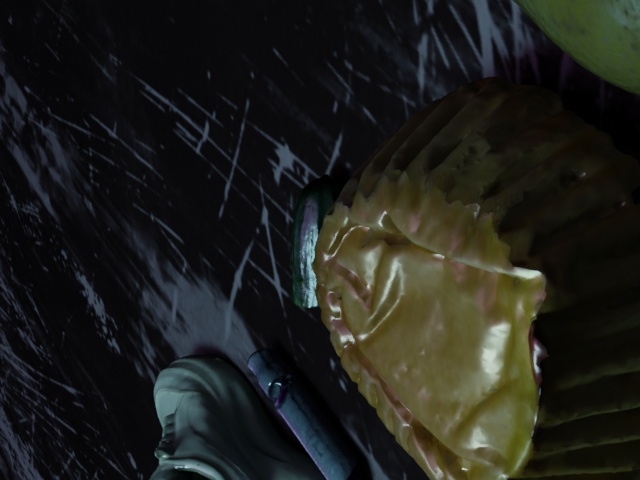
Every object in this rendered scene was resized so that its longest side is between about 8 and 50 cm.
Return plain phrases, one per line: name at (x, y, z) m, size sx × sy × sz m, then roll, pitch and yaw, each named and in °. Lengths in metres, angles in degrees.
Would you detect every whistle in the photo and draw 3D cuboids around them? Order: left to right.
whistle at (-0.012, 0.154, 1.206) m, size 0.176 × 0.033 × 0.033 m, roll 49°, pitch 139°, yaw 42°

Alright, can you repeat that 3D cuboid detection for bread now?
bread at (0.098, 0.037, 0.859) m, size 0.274 × 0.149 × 0.274 m, roll 16°, pitch 110°, yaw 52°

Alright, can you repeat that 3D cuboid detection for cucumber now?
cucumber at (0.000, 0.000, 1.116) m, size 0.048 × 0.048 × 0.105 m, roll 27°, pitch 123°, yaw 55°

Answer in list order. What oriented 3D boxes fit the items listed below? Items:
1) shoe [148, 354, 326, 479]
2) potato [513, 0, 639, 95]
shoe at (-0.110, 0.216, 1.279) m, size 0.316 × 0.159 × 0.124 m, roll 32°, pitch 128°, yaw 49°
potato at (0.155, -0.165, 0.681) m, size 0.174 × 0.159 × 0.251 m, roll -67°, pitch 28°, yaw 10°
